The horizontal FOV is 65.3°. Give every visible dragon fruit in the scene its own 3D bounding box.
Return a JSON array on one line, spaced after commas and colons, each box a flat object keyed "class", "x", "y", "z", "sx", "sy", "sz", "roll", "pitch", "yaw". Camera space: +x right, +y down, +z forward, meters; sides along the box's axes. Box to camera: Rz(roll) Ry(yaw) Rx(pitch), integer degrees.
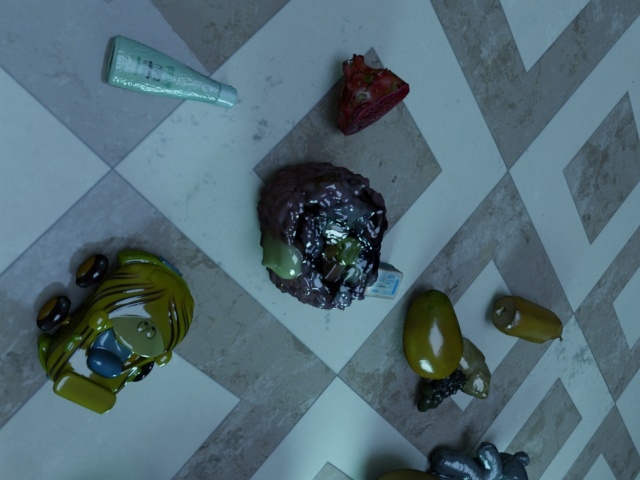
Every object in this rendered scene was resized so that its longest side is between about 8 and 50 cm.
[{"class": "dragon fruit", "x": 0.077, "y": -0.276, "z": 0.918, "sx": 0.153, "sy": 0.153, "sz": 0.110, "roll": -29, "pitch": 86, "yaw": -23}]

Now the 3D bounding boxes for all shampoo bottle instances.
[{"class": "shampoo bottle", "x": -0.220, "y": -0.244, "z": 0.762, "sx": 0.191, "sy": 0.041, "sz": 0.069, "roll": 10, "pitch": 95, "yaw": -36}]

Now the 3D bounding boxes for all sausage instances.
[{"class": "sausage", "x": 0.606, "y": 0.236, "z": 1.429, "sx": 0.328, "sy": 0.112, "sz": 0.112, "roll": 21, "pitch": 94, "yaw": -37}]

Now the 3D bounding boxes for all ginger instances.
[{"class": "ginger", "x": 0.379, "y": 0.337, "z": 1.313, "sx": 0.193, "sy": 0.122, "sz": 0.115, "roll": 36, "pitch": 105, "yaw": -31}]

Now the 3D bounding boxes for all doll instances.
[{"class": "doll", "x": 0.459, "y": 0.685, "z": 1.479, "sx": 0.341, "sy": 0.158, "sz": 0.245, "roll": 15, "pitch": 104, "yaw": -7}]

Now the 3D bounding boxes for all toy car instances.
[{"class": "toy car", "x": -0.306, "y": 0.141, "z": 0.772, "sx": 0.247, "sy": 0.142, "sz": 0.200, "roll": -51, "pitch": 126, "yaw": -6}]

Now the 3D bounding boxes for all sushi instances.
[{"class": "sushi", "x": 0.000, "y": 0.000, "z": 0.910, "sx": 0.237, "sy": 0.171, "sz": 0.269, "roll": -16, "pitch": 119, "yaw": -29}]

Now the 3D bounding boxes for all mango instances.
[{"class": "mango", "x": 0.265, "y": 0.229, "z": 1.195, "sx": 0.152, "sy": 0.120, "sz": 0.220, "roll": -26, "pitch": 112, "yaw": -28}]

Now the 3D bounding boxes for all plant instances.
[{"class": "plant", "x": 0.304, "y": 0.378, "z": 1.279, "sx": 0.085, "sy": 0.087, "sz": 0.174, "roll": -6, "pitch": 140, "yaw": -43}]

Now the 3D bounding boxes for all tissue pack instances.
[{"class": "tissue pack", "x": 0.125, "y": 0.085, "z": 1.089, "sx": 0.095, "sy": 0.059, "sz": 0.074, "roll": 13, "pitch": 100, "yaw": -35}]

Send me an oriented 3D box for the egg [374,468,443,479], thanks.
[{"class": "egg", "x": 0.243, "y": 0.739, "z": 1.236, "sx": 0.301, "sy": 0.301, "sz": 0.373, "roll": -36, "pitch": 121, "yaw": -19}]
